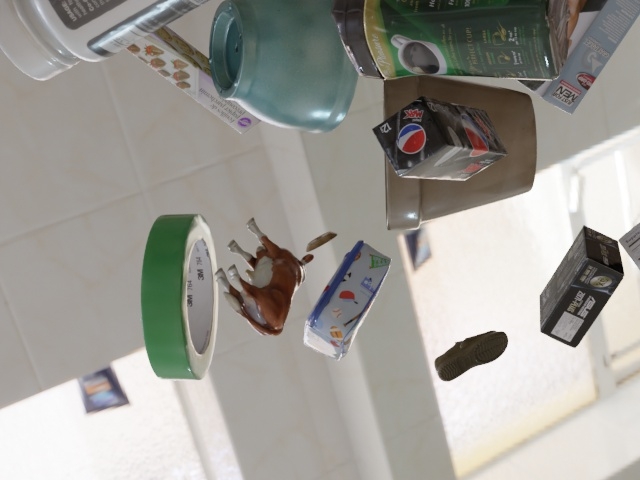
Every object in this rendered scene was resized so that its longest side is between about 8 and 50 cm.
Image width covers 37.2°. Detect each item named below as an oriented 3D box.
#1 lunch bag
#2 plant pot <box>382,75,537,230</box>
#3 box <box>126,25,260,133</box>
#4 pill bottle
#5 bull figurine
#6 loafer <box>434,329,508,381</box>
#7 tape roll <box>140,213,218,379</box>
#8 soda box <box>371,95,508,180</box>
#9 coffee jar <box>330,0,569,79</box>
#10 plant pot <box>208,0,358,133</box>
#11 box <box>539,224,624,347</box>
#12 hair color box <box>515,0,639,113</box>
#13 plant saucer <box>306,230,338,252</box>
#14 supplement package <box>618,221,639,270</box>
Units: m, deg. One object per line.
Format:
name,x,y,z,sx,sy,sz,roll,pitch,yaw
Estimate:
lunch bag,0.060,0.131,2.110,0.243,0.115,0.303,-60,176,-17
plant pot,0.260,-0.182,1.821,0.280,0.323,0.323,-2,-159,4
box,-0.241,-0.321,1.832,0.063,0.324,0.067,-33,-136,24
pill bottle,-0.313,-0.397,1.426,0.361,0.204,0.204,-25,-163,14
bull figurine,-0.110,0.071,1.966,0.101,0.188,0.310,-41,-163,24
loafer,0.259,0.193,1.660,0.148,0.056,0.050,-22,-153,-16
tape roll,-0.267,0.109,1.842,0.077,0.321,0.321,-2,-159,6
soda box,0.119,-0.095,0.909,0.060,0.053,0.169,-32,167,27
coffee jar,0.105,-0.179,0.778,0.184,0.096,0.079,4,-115,22
plant pot,-0.083,-0.338,1.703,0.196,0.293,0.293,-3,-166,-25
box,0.490,0.087,1.800,0.077,0.180,0.147,25,-153,-1
hair color box,0.566,-0.487,2.074,0.113,0.374,0.185,18,-159,-38
plant saucer,0.000,0.000,2.144,0.083,0.015,0.083,-30,-174,3
supplement package,0.668,0.061,1.681,0.134,0.139,0.244,-44,-128,24
